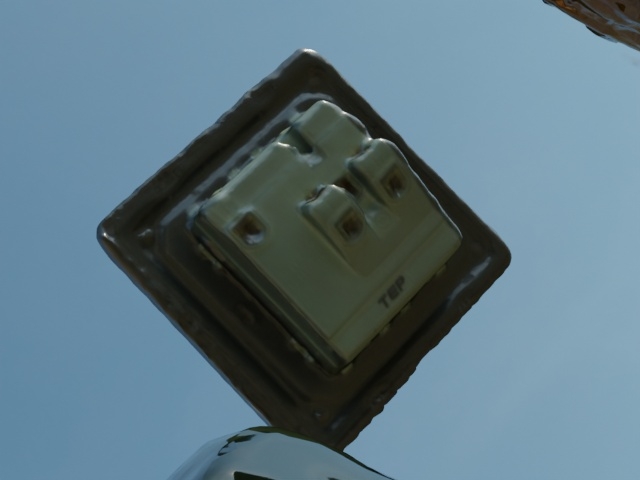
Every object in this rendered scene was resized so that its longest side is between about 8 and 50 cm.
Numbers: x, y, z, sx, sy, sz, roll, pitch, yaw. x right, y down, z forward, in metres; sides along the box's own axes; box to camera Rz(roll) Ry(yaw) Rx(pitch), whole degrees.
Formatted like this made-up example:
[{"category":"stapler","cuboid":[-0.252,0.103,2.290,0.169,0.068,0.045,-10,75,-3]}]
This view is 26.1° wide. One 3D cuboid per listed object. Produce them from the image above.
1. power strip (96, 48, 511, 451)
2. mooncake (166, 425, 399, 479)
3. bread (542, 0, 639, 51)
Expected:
[{"category":"power strip","cuboid":[0.002,0.001,1.064,0.251,0.092,0.257,48,-116,-7]},{"category":"mooncake","cuboid":[-0.049,0.258,0.608,0.351,0.187,0.351,-63,4,8]},{"category":"bread","cuboid":[0.210,-0.204,0.630,0.278,0.324,0.167,26,-108,-19]}]
